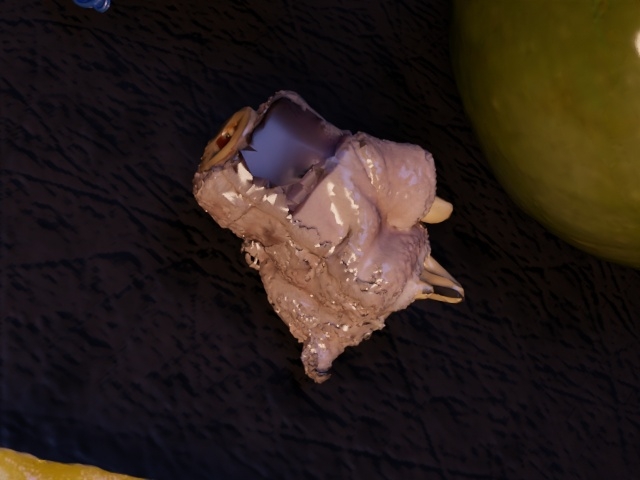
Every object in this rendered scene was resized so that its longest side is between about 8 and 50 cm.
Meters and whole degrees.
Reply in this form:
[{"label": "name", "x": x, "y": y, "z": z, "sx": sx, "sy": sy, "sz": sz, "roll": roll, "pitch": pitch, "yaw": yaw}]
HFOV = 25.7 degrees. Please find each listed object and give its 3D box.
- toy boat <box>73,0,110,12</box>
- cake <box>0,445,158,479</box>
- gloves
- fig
[{"label": "toy boat", "x": -0.159, "y": -0.197, "z": 0.764, "sx": 0.110, "sy": 0.091, "sz": 0.175, "roll": -1, "pitch": 61, "yaw": -56}, {"label": "cake", "x": -0.087, "y": 0.149, "z": 0.567, "sx": 0.185, "sy": 0.080, "sz": 0.116, "roll": 16, "pitch": 61, "yaw": -35}, {"label": "gloves", "x": 0.001, "y": -0.008, "z": 0.719, "sx": 0.110, "sy": 0.094, "sz": 0.144, "roll": -39, "pitch": 101, "yaw": -36}, {"label": "fig", "x": 0.203, "y": -0.143, "z": 0.838, "sx": 0.316, "sy": 0.316, "sz": 0.316, "roll": 18, "pitch": 49, "yaw": -21}]
